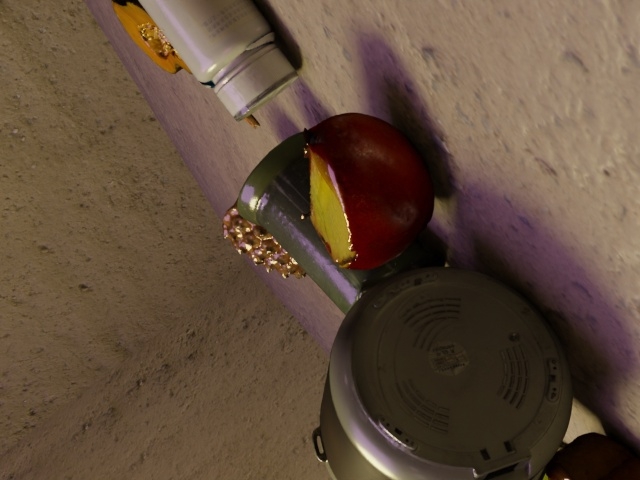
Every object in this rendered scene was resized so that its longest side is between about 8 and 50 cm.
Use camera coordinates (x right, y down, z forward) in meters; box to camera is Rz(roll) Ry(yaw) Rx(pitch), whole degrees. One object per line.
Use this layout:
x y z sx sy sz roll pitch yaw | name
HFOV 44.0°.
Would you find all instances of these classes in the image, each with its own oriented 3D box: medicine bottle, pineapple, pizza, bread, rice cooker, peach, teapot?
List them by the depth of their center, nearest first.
0.070 -0.067 1.037 0.159 0.153 0.267 57 164 29 | peach
0.163 0.231 1.098 0.335 0.335 0.325 48 156 24 | rice cooker
0.417 0.388 1.113 0.247 0.135 0.232 48 170 21 | bread
-0.156 -0.319 1.207 0.258 0.143 0.143 54 170 -5 | medicine bottle
0.055 0.002 1.319 0.337 0.200 0.270 47 -163 20 | teapot
-0.001 0.002 1.547 0.357 0.223 0.223 33 168 4 | pineapple
-0.161 -0.273 1.768 0.083 0.016 0.037 41 165 33 | pizza

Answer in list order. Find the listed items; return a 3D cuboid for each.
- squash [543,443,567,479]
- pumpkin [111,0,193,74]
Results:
0.436 0.466 1.430 0.252 0.093 0.169 55 168 -14 | squash
-0.271 -0.414 1.410 0.222 0.139 0.317 54 171 -25 | pumpkin
